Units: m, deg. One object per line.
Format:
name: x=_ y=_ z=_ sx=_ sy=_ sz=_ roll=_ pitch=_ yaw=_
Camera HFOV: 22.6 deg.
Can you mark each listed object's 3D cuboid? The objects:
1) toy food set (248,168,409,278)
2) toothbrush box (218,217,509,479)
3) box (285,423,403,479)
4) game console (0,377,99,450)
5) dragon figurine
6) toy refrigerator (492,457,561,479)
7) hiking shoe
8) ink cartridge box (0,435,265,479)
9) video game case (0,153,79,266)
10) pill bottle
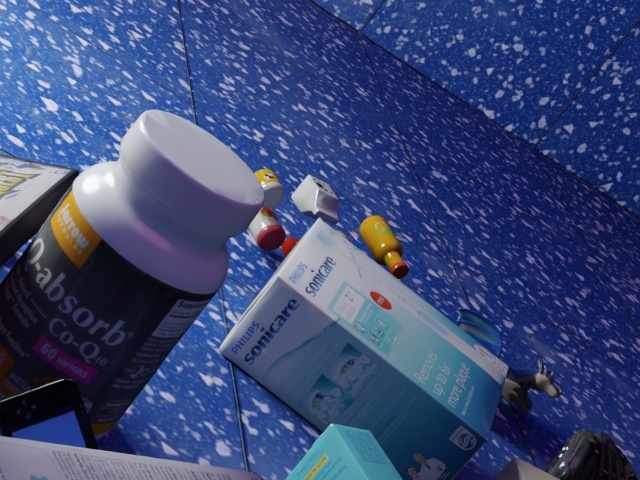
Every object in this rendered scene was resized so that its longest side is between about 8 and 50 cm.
toy food set: x=0.000 y=0.000 z=2.075 sx=0.232 sy=0.111 sz=0.104 roll=26 pitch=22 yaw=-39
toothbrush box: x=0.056 y=0.136 z=1.836 sx=0.295 sy=0.126 sz=0.216 roll=37 pitch=22 yaw=0
box: x=0.056 y=0.296 z=1.516 sx=0.060 sy=0.100 sz=0.244 roll=17 pitch=28 yaw=-44
game console: x=-0.218 y=0.183 z=1.234 sx=0.071 sy=0.107 sz=0.122 roll=-153 pitch=-134 yaw=-70
dragon figurine: x=0.196 y=0.150 z=2.131 sx=0.289 sy=0.085 sz=0.144 roll=37 pitch=19 yaw=-7
toy refrigerator: x=0.248 y=0.365 z=1.706 sx=0.094 sy=0.102 sz=0.269 roll=29 pitch=20 yaw=-27
hiking shoe: x=0.367 y=0.309 z=2.077 sx=0.114 sy=0.086 sz=0.227 roll=42 pitch=18 yaw=22
ink cartridge box: x=-0.111 y=0.294 z=1.132 sx=0.395 sy=0.151 sz=0.270 roll=15 pitch=30 yaw=-47
video game case: x=-0.375 y=-0.040 z=1.433 sx=0.248 sy=0.035 sz=0.275 roll=11 pitch=19 yaw=5
pill bottle: x=-0.180 y=0.032 z=1.411 sx=0.162 sy=0.278 sz=0.162 roll=33 pitch=19 yaw=-13
